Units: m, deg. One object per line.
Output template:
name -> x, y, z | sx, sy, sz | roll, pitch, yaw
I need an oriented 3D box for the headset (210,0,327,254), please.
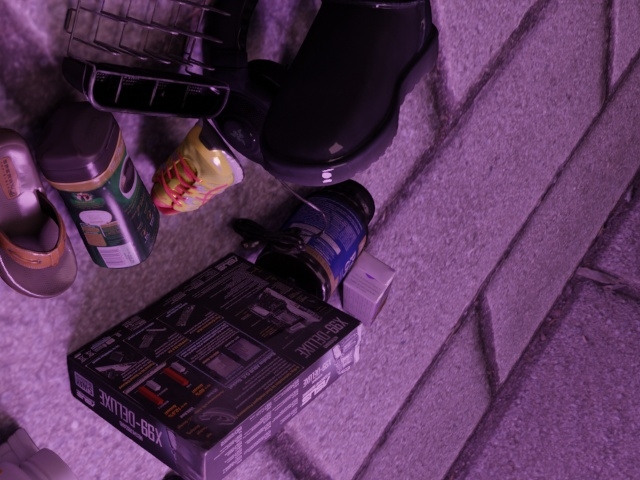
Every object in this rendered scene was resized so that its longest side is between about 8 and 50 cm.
headset -> -0.055, -0.173, 1.150 | 0.243, 0.185, 0.394 | -19, 114, -46

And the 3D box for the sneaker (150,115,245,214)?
sneaker -> -0.153, -0.072, 1.020 | 0.094, 0.081, 0.208 | -35, 176, -19

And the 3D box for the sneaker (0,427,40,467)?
sneaker -> -0.365, 0.323, 1.083 | 0.094, 0.080, 0.212 | -36, 135, -22

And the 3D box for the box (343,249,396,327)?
box -> 0.080, 0.090, 1.496 | 0.063, 0.067, 0.324 | -57, 171, -10

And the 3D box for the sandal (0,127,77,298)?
sandal -> -0.300, -0.017, 0.909 | 0.090, 0.060, 0.219 | -39, 143, -36

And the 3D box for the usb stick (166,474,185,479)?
usb stick -> -0.202, 0.460, 1.474 | 0.077, 0.045, 0.278 | -62, 152, -16

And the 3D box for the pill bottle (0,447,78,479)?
pill bottle -> -0.363, 0.320, 0.933 | 0.215, 0.117, 0.117 | -35, 141, -36

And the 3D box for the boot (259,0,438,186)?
boot -> 0.013, -0.332, 0.894 | 0.367, 0.146, 0.445 | -60, 151, -45

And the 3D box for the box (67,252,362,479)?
box -> -0.130, 0.154, 1.139 | 0.307, 0.242, 0.077 | -35, 140, -42

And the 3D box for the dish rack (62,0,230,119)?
dish rack -> -0.161, -0.271, 0.917 | 0.208, 0.074, 0.272 | -7, 119, -57

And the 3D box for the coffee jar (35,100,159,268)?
coffee jar -> -0.239, -0.058, 0.942 | 0.184, 0.079, 0.096 | 77, 15, -49

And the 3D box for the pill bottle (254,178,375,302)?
pill bottle -> 0.000, 0.000, 1.328 | 0.219, 0.122, 0.123 | -53, 152, -44
